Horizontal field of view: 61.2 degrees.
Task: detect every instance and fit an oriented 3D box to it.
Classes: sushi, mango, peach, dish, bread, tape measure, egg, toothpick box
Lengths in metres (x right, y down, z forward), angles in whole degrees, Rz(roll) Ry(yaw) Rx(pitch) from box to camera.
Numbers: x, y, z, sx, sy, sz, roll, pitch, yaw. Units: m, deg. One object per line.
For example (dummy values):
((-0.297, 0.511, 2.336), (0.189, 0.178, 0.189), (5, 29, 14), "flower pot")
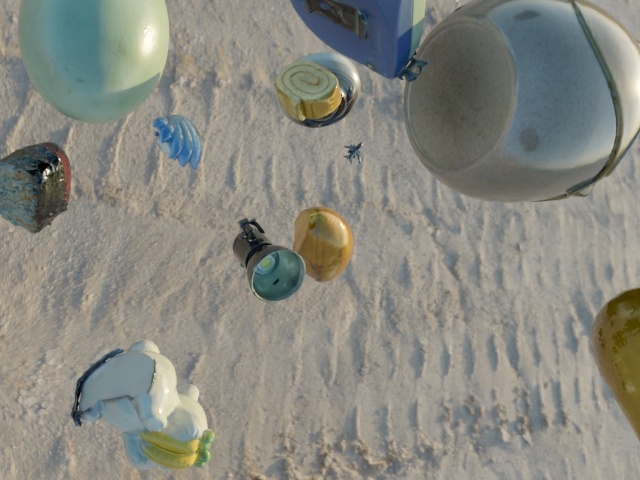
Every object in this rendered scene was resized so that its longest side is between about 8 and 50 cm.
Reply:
((-0.665, -0.122, 1.255), (0.136, 0.225, 0.126), (32, 39, -5), "sushi")
((0.000, 0.000, 1.707), (0.199, 0.350, 0.201), (-28, 65, -17), "mango")
((0.419, 0.175, 0.631), (0.251, 0.153, 0.251), (32, 47, -43), "peach")
((0.005, -0.437, 1.705), (0.274, 0.273, 0.133), (9, 50, -30), "dish")
((-0.031, -0.328, 1.203), (0.122, 0.073, 0.149), (-43, 61, -12), "bread")
((0.049, -0.362, 0.697), (0.215, 0.351, 0.097), (33, 77, 15), "tape measure")
((-0.446, -0.418, 1.083), (0.276, 0.276, 0.388), (13, 65, -29), "egg")
((0.420, -0.269, 1.075), (0.426, 0.409, 0.408), (-7, 82, -31), "toothpick box")

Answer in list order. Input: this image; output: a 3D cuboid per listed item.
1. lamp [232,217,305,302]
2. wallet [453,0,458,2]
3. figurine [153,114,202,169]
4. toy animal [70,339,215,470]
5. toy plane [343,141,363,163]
((-0.156, 0.036, 1.389), (0.147, 0.227, 0.171), (-29, 126, -16), "lamp")
((0.311, -0.723, 1.433), (0.183, 0.032, 0.124), (43, 27, -35), "wallet")
((-0.250, -0.171, 0.961), (0.079, 0.114, 0.114), (-25, 92, 1), "figurine")
((-0.328, 0.344, 1.077), (0.183, 0.247, 0.310), (-32, 137, -7), "toy animal")
((0.113, -0.295, 1.791), (0.078, 0.031, 0.083), (43, 72, -19), "toy plane")
